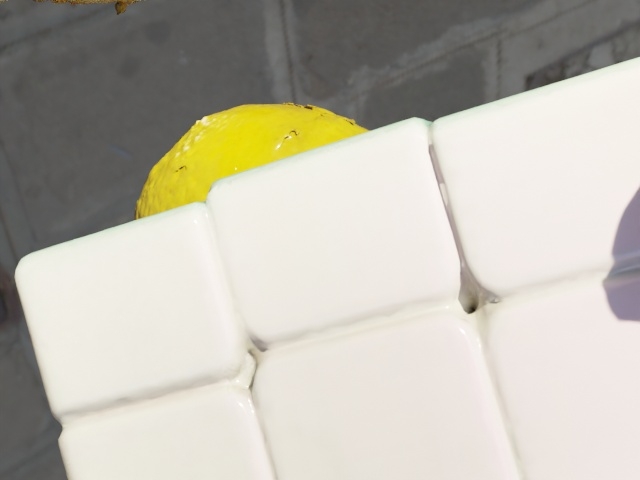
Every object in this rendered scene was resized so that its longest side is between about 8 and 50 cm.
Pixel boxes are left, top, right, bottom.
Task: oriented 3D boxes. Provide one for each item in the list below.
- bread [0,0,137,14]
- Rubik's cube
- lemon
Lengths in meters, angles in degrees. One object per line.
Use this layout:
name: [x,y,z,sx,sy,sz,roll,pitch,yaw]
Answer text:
bread: [-0.170,-0.334,0.811,0.279,0.207,0.279,-18,97,-59]
Rubik's cube: [0.082,0.105,0.585,0.322,0.316,0.318,-12,85,-73]
lemon: [-0.037,-0.002,0.984,0.254,0.310,0.253,5,81,-38]
